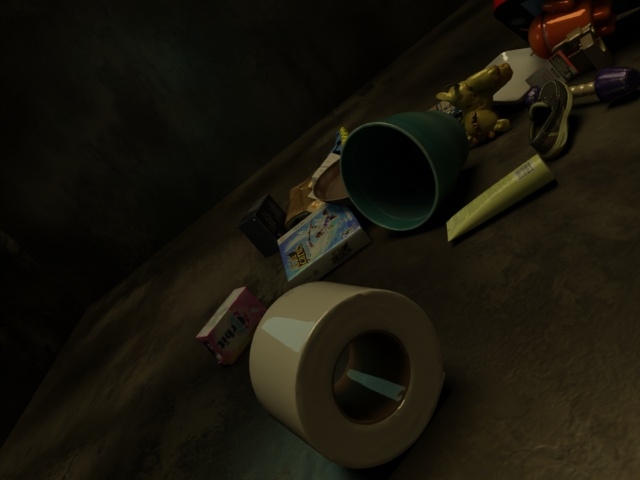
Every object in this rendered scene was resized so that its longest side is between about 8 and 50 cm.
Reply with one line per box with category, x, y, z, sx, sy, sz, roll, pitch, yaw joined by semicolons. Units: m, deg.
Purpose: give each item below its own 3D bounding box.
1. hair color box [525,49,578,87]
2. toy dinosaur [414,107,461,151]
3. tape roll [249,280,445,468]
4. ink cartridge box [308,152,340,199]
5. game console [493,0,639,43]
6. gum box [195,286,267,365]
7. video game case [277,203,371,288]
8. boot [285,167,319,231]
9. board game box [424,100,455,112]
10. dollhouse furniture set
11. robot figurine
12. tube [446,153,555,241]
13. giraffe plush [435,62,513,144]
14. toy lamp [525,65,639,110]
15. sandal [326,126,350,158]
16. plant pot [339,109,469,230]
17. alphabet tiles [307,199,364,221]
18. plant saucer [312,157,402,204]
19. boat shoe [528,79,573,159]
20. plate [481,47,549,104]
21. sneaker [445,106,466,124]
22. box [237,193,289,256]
hair color box;0.582;-0.415;1.365;0.043;0.072;0.141;-40;0;-2
toy dinosaur;0.314;-0.309;1.672;0.160;0.121;0.313;-29;13;-6
tape roll;0.035;0.187;0.805;0.246;0.246;0.169;-47;20;-21
ink cartridge box;0.046;-0.217;1.901;0.115;0.067;0.198;19;48;17
game console;0.688;-0.640;1.420;0.386;0.342;0.060;-10;78;41
gum box;-0.231;0.227;1.424;0.062;0.107;0.188;-17;28;48
video game case;0.000;0.000;1.539;0.244;0.061;0.269;-38;26;7
boot;-0.022;-0.152;1.957;0.236;0.089;0.269;-35;23;14
board game box;0.445;-0.449;1.803;0.193;0.045;0.147;-32;20;21
dollhouse furniture set;0.626;-0.431;1.313;0.123;0.144;0.151;-30;35;38
robot figurine;0.642;-0.552;1.404;0.219;0.128;0.158;-7;-4;41
tube;0.361;-0.083;1.116;0.240;0.062;0.070;-36;-25;24
giraffe plush;0.432;-0.356;1.454;0.210;0.170;0.181;-25;3;-26
toy lamp;0.592;-0.343;1.233;0.080;0.080;0.274;-44;20;-14
sandal;0.084;-0.359;2.169;0.138;0.126;0.317;-38;17;17
plant pot;0.232;-0.200;1.334;0.255;0.272;0.271;-36;13;-39
alphabet tiles;0.083;-0.134;1.711;0.278;0.021;0.284;16;64;52
plant saucer;0.123;-0.197;1.589;0.310;0.050;0.311;-25;29;15
boat shoe;0.497;-0.280;1.183;0.080;0.073;0.224;-37;31;55
plate;0.566;-0.479;1.600;0.278;0.045;0.277;-44;27;-14
sneaker;0.420;-0.390;1.709;0.144;0.053;0.059;-2;41;48
box;-0.192;-0.055;1.922;0.093;0.156;0.158;-29;21;30
